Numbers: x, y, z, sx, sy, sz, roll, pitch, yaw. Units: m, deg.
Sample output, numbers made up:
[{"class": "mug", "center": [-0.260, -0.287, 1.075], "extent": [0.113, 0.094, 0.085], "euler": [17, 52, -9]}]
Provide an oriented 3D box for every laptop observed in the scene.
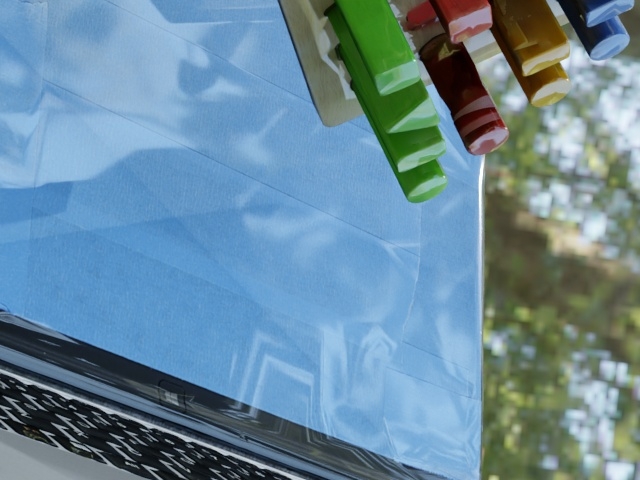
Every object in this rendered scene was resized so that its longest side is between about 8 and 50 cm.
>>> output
[{"class": "laptop", "center": [0.000, 0.000, 0.756], "extent": [0.408, 0.382, 0.236], "euler": [23, -91, 57]}]

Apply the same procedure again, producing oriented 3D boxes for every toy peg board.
[{"class": "toy peg board", "center": [0.072, -0.095, 0.784], "extent": [0.161, 0.161, 0.079], "euler": [69, -3, -66]}]
